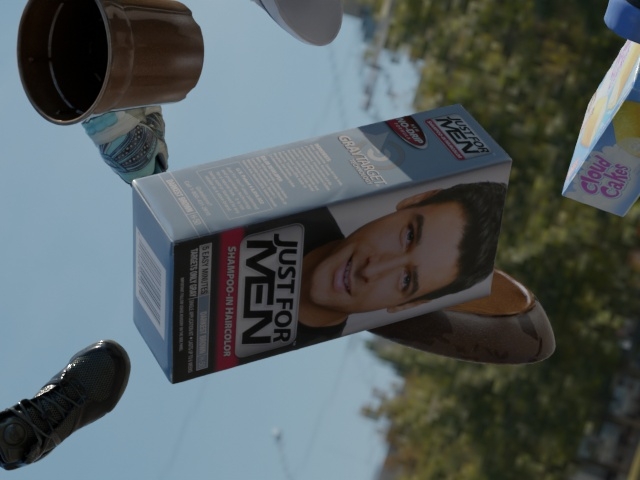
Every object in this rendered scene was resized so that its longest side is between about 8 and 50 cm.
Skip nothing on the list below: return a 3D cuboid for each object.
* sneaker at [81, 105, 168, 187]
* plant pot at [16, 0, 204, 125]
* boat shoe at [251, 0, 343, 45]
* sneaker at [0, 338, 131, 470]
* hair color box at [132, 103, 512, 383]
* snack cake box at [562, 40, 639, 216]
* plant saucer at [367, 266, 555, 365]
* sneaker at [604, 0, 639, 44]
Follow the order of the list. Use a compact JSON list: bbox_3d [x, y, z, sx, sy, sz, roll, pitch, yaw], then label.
[{"bbox_3d":[-0.265,-0.128,2.482,0.122,0.110,0.283,64,-175,-2],"label":"sneaker"},{"bbox_3d":[-0.233,-0.216,2.032,0.165,0.167,0.167,-5,-64,-47],"label":"plant pot"},{"bbox_3d":[-0.073,-0.325,2.014,0.095,0.084,0.258,-49,-62,-21],"label":"boat shoe"},{"bbox_3d":[-0.340,0.218,2.257,0.227,0.087,0.130,-38,-2,17],"label":"sneaker"},{"bbox_3d":[0.000,0.000,1.809,0.113,0.374,0.185,52,148,43],"label":"hair color box"},{"bbox_3d":[0.389,-0.161,2.149,0.264,0.089,0.152,112,177,-61],"label":"snack cake box"},{"bbox_3d":[0.132,0.060,2.079,0.310,0.310,0.050,-44,-30,-71],"label":"plant saucer"},{"bbox_3d":[0.336,-0.208,1.389,0.081,0.232,0.090,-115,23,-51],"label":"sneaker"}]
